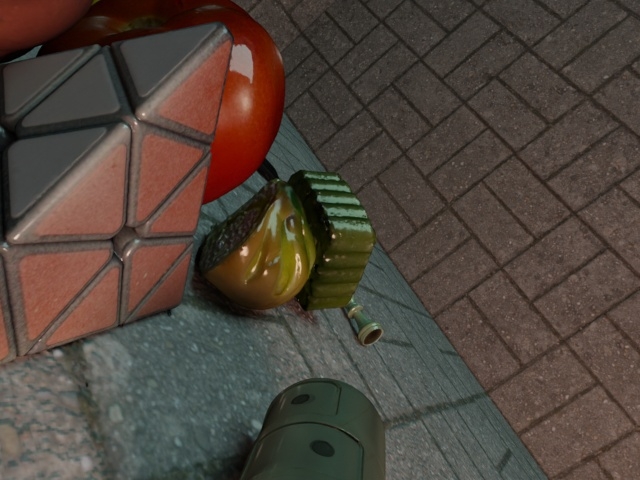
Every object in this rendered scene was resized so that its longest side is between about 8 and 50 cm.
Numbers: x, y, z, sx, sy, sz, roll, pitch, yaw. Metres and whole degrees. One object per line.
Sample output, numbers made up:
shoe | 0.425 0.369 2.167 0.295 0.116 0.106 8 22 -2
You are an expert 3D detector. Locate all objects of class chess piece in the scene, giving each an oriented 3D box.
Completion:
chess piece | 0.082 0.164 1.052 0.059 0.059 0.149 37 15 -49

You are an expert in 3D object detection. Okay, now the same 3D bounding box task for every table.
table | -0.010 0.218 0.370 0.126 0.126 0.220 50 13 -4

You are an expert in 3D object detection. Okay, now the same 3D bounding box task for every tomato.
tomato | -0.187 -0.157 0.560 0.226 0.298 0.299 87 -20 -47

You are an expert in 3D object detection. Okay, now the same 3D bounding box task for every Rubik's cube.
Rubik's cube | -0.204 -0.031 0.370 0.228 0.228 0.234 -5 90 -32

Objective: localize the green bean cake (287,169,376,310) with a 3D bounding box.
green bean cake | 0.000 0.000 0.844 0.113 0.214 0.200 -3 45 -28

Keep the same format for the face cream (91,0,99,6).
face cream | -0.418 -0.419 0.889 0.273 0.078 0.078 49 12 -11

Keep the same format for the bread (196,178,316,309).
bread | -0.073 0.011 0.700 0.156 0.158 0.261 49 14 -24

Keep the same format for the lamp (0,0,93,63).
lamp | -0.306 -0.238 0.303 0.305 0.305 0.240 33 53 -55

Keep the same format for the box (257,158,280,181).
box | -0.167 -0.217 1.350 0.125 0.027 0.126 46 11 -32
